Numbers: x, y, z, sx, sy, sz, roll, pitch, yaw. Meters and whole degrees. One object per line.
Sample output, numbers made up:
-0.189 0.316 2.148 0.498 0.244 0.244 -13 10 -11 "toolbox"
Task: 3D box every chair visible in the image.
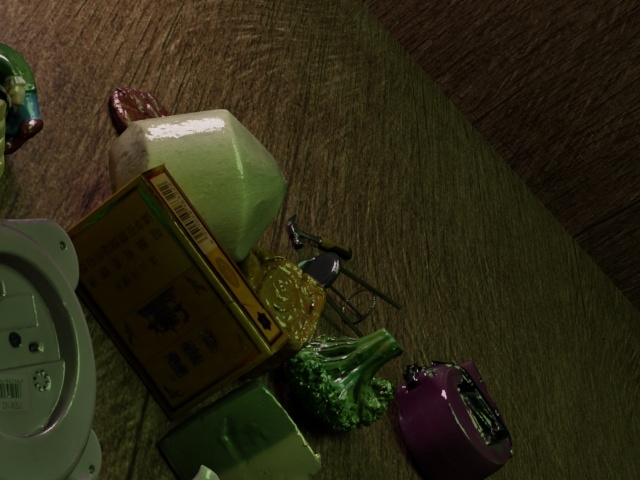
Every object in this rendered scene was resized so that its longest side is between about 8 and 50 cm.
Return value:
0.049 0.098 2.217 0.221 0.095 0.104 38 17 -32 "chair"

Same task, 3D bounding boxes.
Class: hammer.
0.000 0.000 2.345 0.201 0.021 0.078 21 40 -52 "hammer"

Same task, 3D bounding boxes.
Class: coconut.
-0.180 -0.076 1.792 0.266 0.237 0.237 -10 59 -17 "coconut"

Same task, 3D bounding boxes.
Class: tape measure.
0.248 0.331 2.214 0.231 0.149 0.245 5 54 -63 "tape measure"

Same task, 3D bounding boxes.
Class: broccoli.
0.052 0.216 1.950 0.220 0.194 0.194 46 25 -33 "broccoli"

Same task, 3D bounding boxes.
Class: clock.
-0.367 0.136 1.304 0.295 0.113 0.322 -4 80 -59 "clock"

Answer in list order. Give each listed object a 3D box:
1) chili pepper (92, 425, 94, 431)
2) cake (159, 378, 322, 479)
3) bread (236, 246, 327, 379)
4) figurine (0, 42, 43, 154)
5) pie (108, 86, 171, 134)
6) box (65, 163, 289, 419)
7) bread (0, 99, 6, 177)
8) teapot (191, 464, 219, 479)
-0.312 0.221 1.480 0.083 0.017 0.030 40 27 -36 "chili pepper"
-0.068 0.268 1.689 0.158 0.172 0.283 58 22 3 "cake"
-0.094 0.112 1.842 0.149 0.143 0.158 38 39 -24 "bread"
-0.489 -0.216 1.613 0.234 0.127 0.185 23 46 -67 "figurine"
-0.299 -0.201 2.036 0.154 0.036 0.154 41 28 -27 "pie"
-0.210 0.072 1.646 0.301 0.193 0.084 54 24 -2 "box"
-0.455 -0.142 1.519 0.119 0.177 0.084 36 46 28 "bread"
-0.170 0.381 1.443 0.145 0.092 0.226 36 31 -31 "teapot"
